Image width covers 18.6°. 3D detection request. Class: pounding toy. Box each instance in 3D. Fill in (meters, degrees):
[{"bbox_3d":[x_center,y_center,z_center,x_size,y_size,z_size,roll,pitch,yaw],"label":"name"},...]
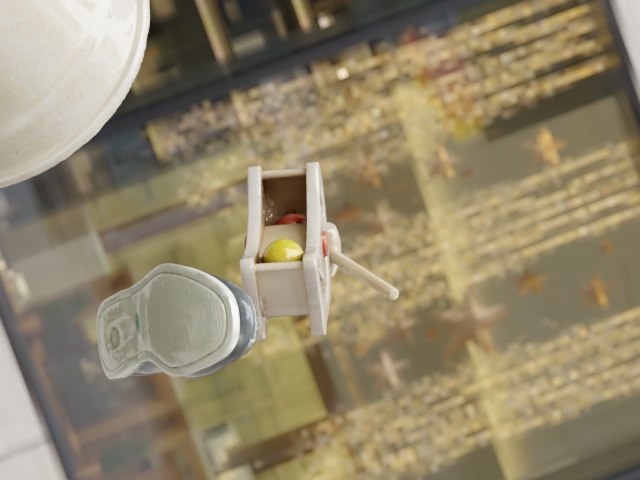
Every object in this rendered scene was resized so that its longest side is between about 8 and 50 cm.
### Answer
[{"bbox_3d":[0.000,0.000,2.067,0.269,0.155,0.154,-80,165,-73],"label":"pounding toy"}]

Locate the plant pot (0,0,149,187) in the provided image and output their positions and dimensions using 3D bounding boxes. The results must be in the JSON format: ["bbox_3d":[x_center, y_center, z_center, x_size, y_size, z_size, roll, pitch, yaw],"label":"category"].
[{"bbox_3d":[-0.382,-0.264,1.928,0.305,0.334,0.333,51,14,-57],"label":"plant pot"}]

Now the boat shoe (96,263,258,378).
[{"bbox_3d":[-0.094,0.061,1.448,0.233,0.079,0.084,165,-76,-64],"label":"boat shoe"}]
